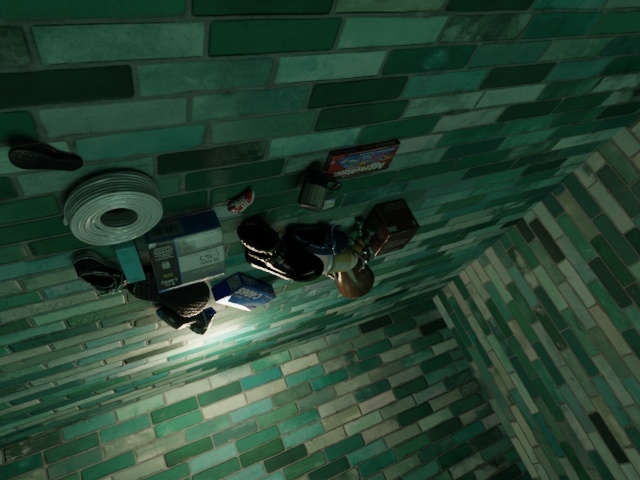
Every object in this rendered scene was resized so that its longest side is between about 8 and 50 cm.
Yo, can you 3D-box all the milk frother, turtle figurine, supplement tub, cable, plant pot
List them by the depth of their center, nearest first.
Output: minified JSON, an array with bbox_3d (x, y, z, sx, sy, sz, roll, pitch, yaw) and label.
[{"bbox_3d":[-0.577,-0.087,1.300,0.257,0.089,0.257,-9,152,-33],"label":"cable"},{"bbox_3d":[0.002,-0.163,1.621,0.143,0.134,0.129,16,172,-13],"label":"milk frother"},{"bbox_3d":[0.178,0.017,2.154,0.118,0.175,0.234,-42,154,-53],"label":"turtle figurine"},{"bbox_3d":[0.069,0.084,2.236,0.200,0.144,0.144,-3,149,-42],"label":"supplement tub"},{"bbox_3d":[0.155,0.163,2.451,0.215,0.215,0.230,-27,142,4],"label":"plant pot"}]

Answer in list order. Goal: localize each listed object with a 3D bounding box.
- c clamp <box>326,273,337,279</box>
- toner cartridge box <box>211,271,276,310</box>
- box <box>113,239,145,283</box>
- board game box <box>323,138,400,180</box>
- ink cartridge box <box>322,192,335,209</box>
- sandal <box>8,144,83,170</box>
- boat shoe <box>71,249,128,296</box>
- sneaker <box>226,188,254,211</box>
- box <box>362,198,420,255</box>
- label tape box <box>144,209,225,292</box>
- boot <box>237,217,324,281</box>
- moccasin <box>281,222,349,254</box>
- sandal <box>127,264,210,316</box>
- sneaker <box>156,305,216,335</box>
[{"bbox_3d":[0.032,0.153,2.409,0.022,0.137,0.160,-43,147,-19],"label":"c clamp"},{"bbox_3d":[-0.366,0.257,2.254,0.165,0.075,0.348,-29,157,12],"label":"toner cartridge box"},{"bbox_3d":[-0.629,0.044,1.512,0.060,0.100,0.244,-16,155,-20],"label":"box"},{"bbox_3d":[0.145,-0.289,1.676,0.281,0.027,0.145,-15,156,-23],"label":"board game box"},{"bbox_3d":[0.029,-0.152,1.845,0.048,0.028,0.083,-18,156,-17],"label":"ink cartridge box"},{"bbox_3d":[-0.645,-0.196,1.082,0.067,0.040,0.179,-28,172,20],"label":"sandal"},{"bbox_3d":[-0.733,0.134,1.591,0.113,0.105,0.306,-23,156,-6],"label":"boat shoe"},{"bbox_3d":[-0.274,-0.134,1.565,0.067,0.042,0.118,-7,153,-43],"label":"sneaker"},{"bbox_3d":[0.322,-0.058,2.159,0.168,0.167,0.203,-13,154,-25],"label":"box"},{"bbox_3d":[-0.461,0.074,1.616,0.241,0.106,0.333,-15,136,-21],"label":"label tape box"},{"bbox_3d":[-0.150,0.044,1.798,0.348,0.131,0.260,11,153,0],"label":"boot"},{"bbox_3d":[0.000,0.000,1.994,0.342,0.137,0.117,-7,158,-39],"label":"moccasin"},{"bbox_3d":[-0.590,0.182,1.831,0.167,0.107,0.446,-53,151,-6],"label":"sandal"},{"bbox_3d":[-0.627,0.342,2.168,0.139,0.125,0.341,-55,151,-1],"label":"sneaker"}]
